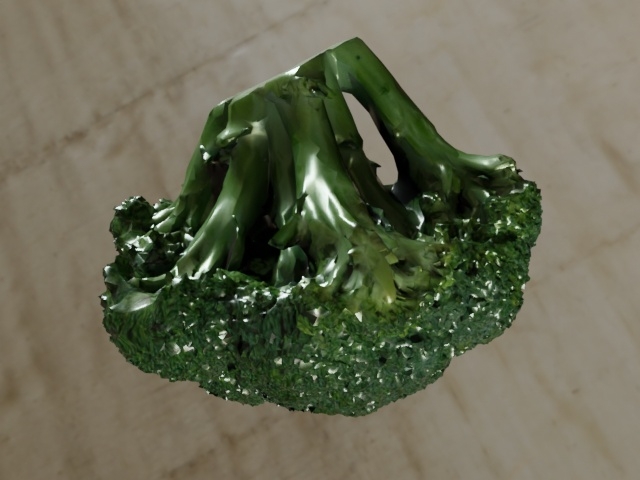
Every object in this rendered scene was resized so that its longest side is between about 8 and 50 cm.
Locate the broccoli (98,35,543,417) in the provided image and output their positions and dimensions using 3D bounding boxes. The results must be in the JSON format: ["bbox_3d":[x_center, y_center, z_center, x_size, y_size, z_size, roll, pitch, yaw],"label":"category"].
[{"bbox_3d":[0.000,0.000,0.749,0.265,0.294,0.245,-1,-108,-86],"label":"broccoli"}]
